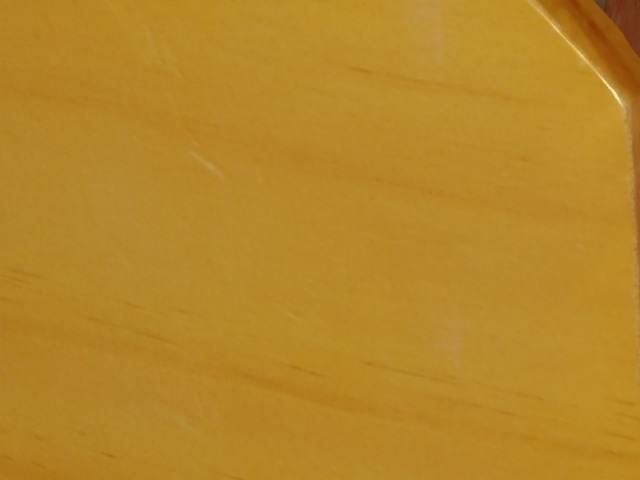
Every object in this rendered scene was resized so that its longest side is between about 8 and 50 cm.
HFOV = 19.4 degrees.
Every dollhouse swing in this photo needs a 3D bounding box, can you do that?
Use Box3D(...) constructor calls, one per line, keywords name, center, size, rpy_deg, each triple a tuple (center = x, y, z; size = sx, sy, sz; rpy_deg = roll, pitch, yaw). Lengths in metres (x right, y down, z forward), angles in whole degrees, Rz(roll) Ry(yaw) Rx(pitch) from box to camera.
Box3D(name="dollhouse swing", center=(0.000, 0.000, 0.737), size=(0.315, 0.305, 0.347), rpy_deg=(-54, 141, -63))
